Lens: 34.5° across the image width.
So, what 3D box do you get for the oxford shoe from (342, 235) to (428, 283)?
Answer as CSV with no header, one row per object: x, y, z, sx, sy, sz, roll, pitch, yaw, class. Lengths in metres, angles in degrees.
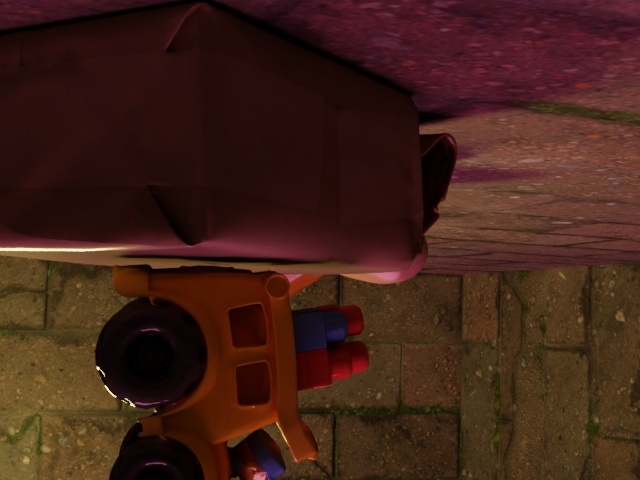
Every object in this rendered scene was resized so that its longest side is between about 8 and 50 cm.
-0.044,-0.045,1.483,0.397,0.140,0.146,5,145,13,oxford shoe

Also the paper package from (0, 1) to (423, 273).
-0.119,-0.061,0.871,0.310,0.168,0.325,-2,175,31,paper package

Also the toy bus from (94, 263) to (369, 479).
-0.063,0.122,0.813,0.212,0.220,0.149,-4,180,-9,toy bus

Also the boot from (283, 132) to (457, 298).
0.001,0.000,1.033,0.211,0.295,0.104,7,148,49,boot
